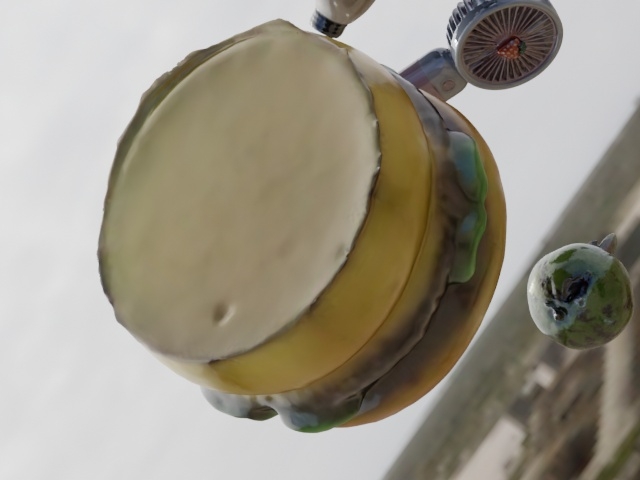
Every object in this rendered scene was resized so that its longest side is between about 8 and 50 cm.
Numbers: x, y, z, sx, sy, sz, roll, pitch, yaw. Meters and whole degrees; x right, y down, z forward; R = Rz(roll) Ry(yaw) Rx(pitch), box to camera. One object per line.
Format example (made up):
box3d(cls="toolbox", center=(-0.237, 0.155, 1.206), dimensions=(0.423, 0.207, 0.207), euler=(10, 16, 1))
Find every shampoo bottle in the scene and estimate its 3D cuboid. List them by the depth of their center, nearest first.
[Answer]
box3d(cls="shampoo bottle", center=(0.059, -0.345, 2.108), dimensions=(0.127, 0.078, 0.257), euler=(-28, -30, -59))

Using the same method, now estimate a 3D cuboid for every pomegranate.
box3d(cls="pomegranate", center=(0.295, 0.051, 2.039), dimensions=(0.161, 0.122, 0.122), euler=(-55, -4, -46))

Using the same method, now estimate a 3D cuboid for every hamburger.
box3d(cls="hamburger", center=(0.000, 0.000, 1.824), dimensions=(0.277, 0.396, 0.396), euler=(26, -78, -47))

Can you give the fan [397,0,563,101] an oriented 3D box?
box3d(cls="fan", center=(0.163, -0.204, 2.105), dimensions=(0.244, 0.074, 0.130), euler=(-34, -44, 15))
